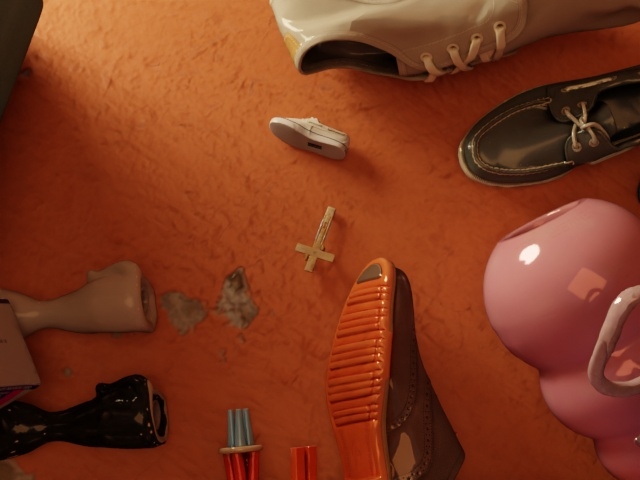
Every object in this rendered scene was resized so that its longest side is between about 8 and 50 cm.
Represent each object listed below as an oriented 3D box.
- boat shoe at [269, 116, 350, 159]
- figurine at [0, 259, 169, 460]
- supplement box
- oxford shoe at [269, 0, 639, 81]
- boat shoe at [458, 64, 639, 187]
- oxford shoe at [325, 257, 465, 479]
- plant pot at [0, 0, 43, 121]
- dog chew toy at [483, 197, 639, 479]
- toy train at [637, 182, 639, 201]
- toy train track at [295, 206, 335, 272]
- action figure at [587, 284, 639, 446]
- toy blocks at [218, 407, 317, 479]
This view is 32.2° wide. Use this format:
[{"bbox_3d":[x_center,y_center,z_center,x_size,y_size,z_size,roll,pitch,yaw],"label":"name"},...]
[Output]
[{"bbox_3d":[-0.012,-0.131,1.339,0.100,0.035,0.035,19,56,7],"label":"boat shoe"},{"bbox_3d":[-0.294,0.142,1.279,0.209,0.092,0.215,-7,82,3],"label":"figurine"},{"bbox_3d":[-0.441,0.161,1.225,0.220,0.111,0.114,-29,77,16],"label":"supplement box"},{"bbox_3d":[0.163,-0.250,1.288,0.449,0.169,0.130,-1,79,7],"label":"oxford shoe"},{"bbox_3d":[0.318,-0.147,1.303,0.319,0.099,0.116,-16,83,-2],"label":"boat shoe"},{"bbox_3d":[0.089,0.203,1.266,0.132,0.130,0.364,5,82,-24],"label":"oxford shoe"},{"bbox_3d":[-0.488,-0.177,1.213,0.341,0.341,0.334,20,75,3],"label":"plant pot"},{"bbox_3d":[0.319,0.124,1.226,0.206,0.206,0.332,-27,92,-3],"label":"dog chew toy"},{"bbox_3d":[0.495,-0.097,1.281,0.248,0.143,0.105,-24,91,-8],"label":"toy train"},{"bbox_3d":[0.000,0.000,1.330,0.048,0.014,0.083,18,77,10],"label":"toy train track"},{"bbox_3d":[0.450,0.156,1.129,0.275,0.370,0.248,35,126,26],"label":"action figure"},{"bbox_3d":[-0.054,0.265,1.274,0.123,0.054,0.148,-5,82,0],"label":"toy blocks"}]
